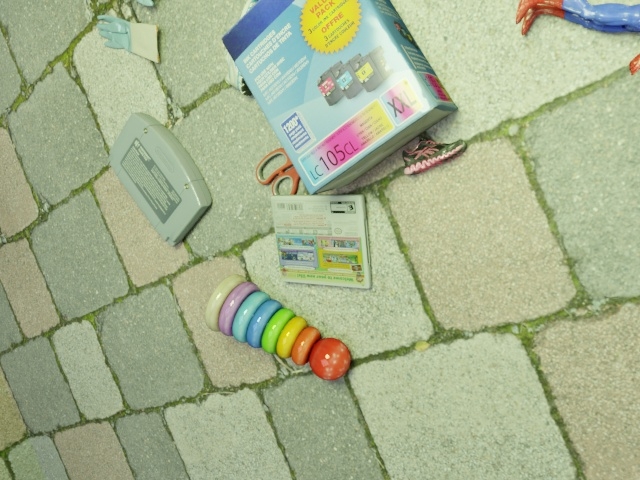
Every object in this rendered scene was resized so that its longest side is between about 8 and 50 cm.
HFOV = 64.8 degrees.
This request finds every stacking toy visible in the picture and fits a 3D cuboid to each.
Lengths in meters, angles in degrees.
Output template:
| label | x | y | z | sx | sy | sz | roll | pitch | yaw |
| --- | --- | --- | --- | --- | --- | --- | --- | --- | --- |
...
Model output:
| label | x | y | z | sx | sy | sz | roll | pitch | yaw |
| --- | --- | --- | --- | --- | --- | --- | --- | --- | --- |
| stacking toy | -0.086 | 0.201 | 1.103 | 0.330 | 0.141 | 0.141 | 25 | 114 | 19 |

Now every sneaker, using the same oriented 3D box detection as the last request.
| label | x | y | z | sx | sy | sz | roll | pitch | yaw |
| --- | --- | --- | --- | --- | --- | --- | --- | --- | --- |
| sneaker | -0.161 | -0.400 | 1.026 | 0.083 | 0.071 | 0.191 | 28 | 115 | 28 |
| sneaker | 0.196 | -0.159 | 0.892 | 0.119 | 0.047 | 0.057 | -19 | 81 | 32 |

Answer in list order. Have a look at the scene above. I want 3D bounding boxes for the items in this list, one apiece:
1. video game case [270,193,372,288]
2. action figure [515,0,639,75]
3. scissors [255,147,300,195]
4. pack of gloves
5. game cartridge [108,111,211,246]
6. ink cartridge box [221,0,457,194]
| label | x | y | z | sx | sy | sz | roll | pitch | yaw |
| --- | --- | --- | --- | --- | --- | --- | --- | --- | --- |
| video game case | 0.000 | 0.000 | 1.047 | 0.212 | 0.023 | 0.193 | 2 | 108 | 28 |
| action figure | 0.418 | -0.270 | 0.701 | 0.280 | 0.091 | 0.139 | 13 | 103 | 28 |
| scissors | -0.020 | -0.184 | 1.023 | 0.297 | 0.021 | 0.109 | -36 | 83 | 33 |
| pack of gloves | -0.449 | -0.543 | 1.186 | 0.232 | 0.046 | 0.195 | 24 | 125 | 27 |
| game cartridge | -0.394 | -0.156 | 1.236 | 0.198 | 0.062 | 0.297 | -42 | 80 | 27 |
| ink cartridge box | 0.012 | -0.319 | 0.889 | 0.270 | 0.151 | 0.395 | -33 | 83 | 28 |
